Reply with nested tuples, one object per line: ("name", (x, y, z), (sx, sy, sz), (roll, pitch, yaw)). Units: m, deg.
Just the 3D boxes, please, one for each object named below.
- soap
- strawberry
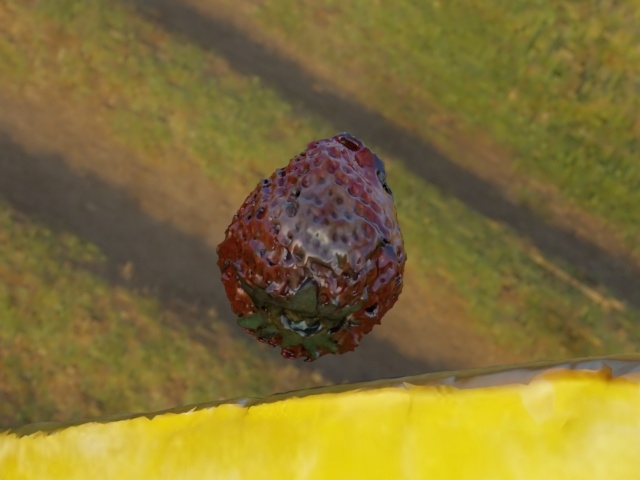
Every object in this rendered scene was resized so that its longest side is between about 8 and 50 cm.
("soap", (0.011, 0.168, 0.442), (0.143, 0.281, 0.259), (5, 79, -53))
("strawberry", (0.000, 0.000, 0.725), (0.083, 0.083, 0.096), (29, 63, 0))
